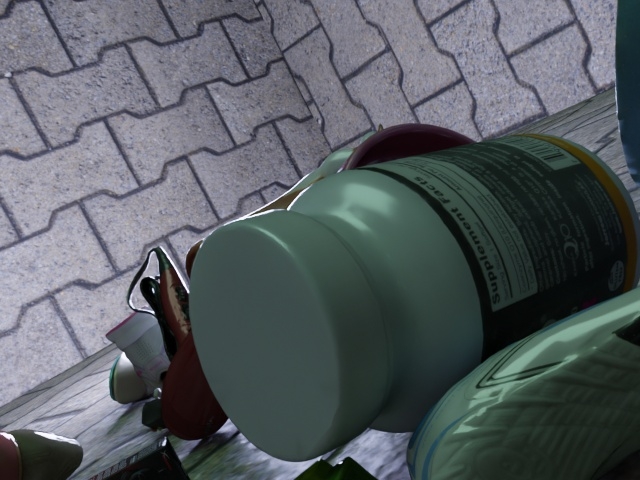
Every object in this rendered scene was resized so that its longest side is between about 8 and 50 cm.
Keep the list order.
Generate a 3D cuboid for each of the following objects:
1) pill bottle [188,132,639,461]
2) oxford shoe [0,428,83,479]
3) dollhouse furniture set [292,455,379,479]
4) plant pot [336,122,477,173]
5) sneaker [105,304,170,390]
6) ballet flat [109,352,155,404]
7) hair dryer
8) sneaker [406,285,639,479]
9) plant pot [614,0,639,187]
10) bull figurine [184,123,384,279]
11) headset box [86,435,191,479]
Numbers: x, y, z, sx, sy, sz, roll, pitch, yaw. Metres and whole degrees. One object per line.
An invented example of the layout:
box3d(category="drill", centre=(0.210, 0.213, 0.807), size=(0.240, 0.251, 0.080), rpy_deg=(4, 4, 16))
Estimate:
box3d(category="pill bottle", centre=(0.069, 0.025, 0.479), size=(0.278, 0.162, 0.162), rpy_deg=(-16, -3, -39))
box3d(category="oxford shoe", centre=(-0.414, 0.308, 0.895), size=(0.348, 0.123, 0.130), rpy_deg=(-25, -21, 35))
box3d(category="dollhouse furniture set", centre=(-0.011, 0.176, 0.409), size=(0.151, 0.058, 0.076), rpy_deg=(-47, 1, 33))
box3d(category="plant pot", centre=(0.076, 0.020, 0.712), size=(0.201, 0.201, 0.180), rpy_deg=(-30, -10, -31))
box3d(category="sneaker", centre=(-0.227, 0.180, 1.152), size=(0.103, 0.111, 0.252), rpy_deg=(-37, -19, 7))
box3d(category="ballet flat", centre=(-0.292, 0.216, 1.268), size=(0.086, 0.086, 0.248), rpy_deg=(-27, 4, -2))
box3d(category="hair dryer", centre=(-0.156, 0.105, 0.819), size=(0.080, 0.223, 0.294), rpy_deg=(-7, -7, -38))
box3d(category="sneaker", centre=(0.149, 0.063, 0.372), size=(0.237, 0.085, 0.086), rpy_deg=(-26, 9, -4))
box3d(category="plant pot", centre=(0.416, -0.188, 0.705), size=(0.196, 0.290, 0.290), rpy_deg=(6, 24, 35))
box3d(category="bull figurine", centre=(0.000, 0.000, 0.869), size=(0.310, 0.188, 0.101), rpy_deg=(-25, 29, 16))
box3d(category="headset box", centre=(-0.145, 0.205, 0.597), size=(0.083, 0.062, 0.032), rpy_deg=(-27, 4, -10))
